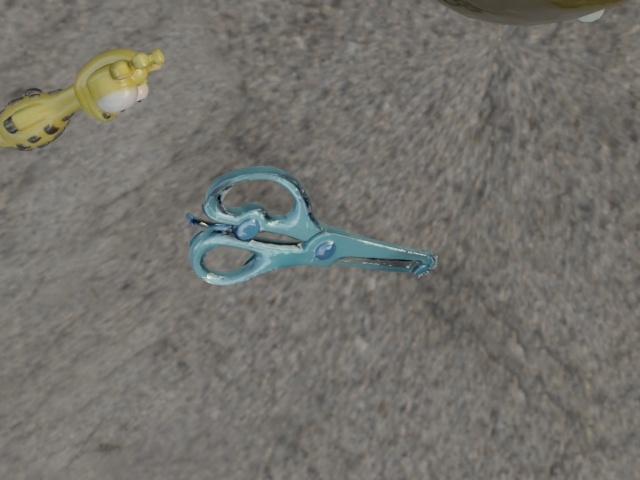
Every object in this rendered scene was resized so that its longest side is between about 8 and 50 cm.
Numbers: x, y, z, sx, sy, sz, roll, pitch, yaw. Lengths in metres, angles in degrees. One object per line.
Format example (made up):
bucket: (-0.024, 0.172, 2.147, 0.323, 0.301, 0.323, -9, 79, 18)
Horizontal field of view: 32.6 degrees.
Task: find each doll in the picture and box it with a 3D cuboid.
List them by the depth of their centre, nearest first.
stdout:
doll: (-0.332, -0.191, 1.497, 0.291, 0.117, 0.086, -19, 101, 28)

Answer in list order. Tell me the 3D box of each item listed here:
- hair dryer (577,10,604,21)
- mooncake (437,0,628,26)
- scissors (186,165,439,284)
hair dryer: (0.287, -0.362, 1.247, 0.044, 0.155, 0.183, -18, 68, -3)
mooncake: (0.179, -0.308, 0.834, 0.284, 0.155, 0.284, -2, 95, -23)
scissors: (0.000, 0.000, 1.427, 0.393, 0.032, 0.180, 10, 125, -33)
